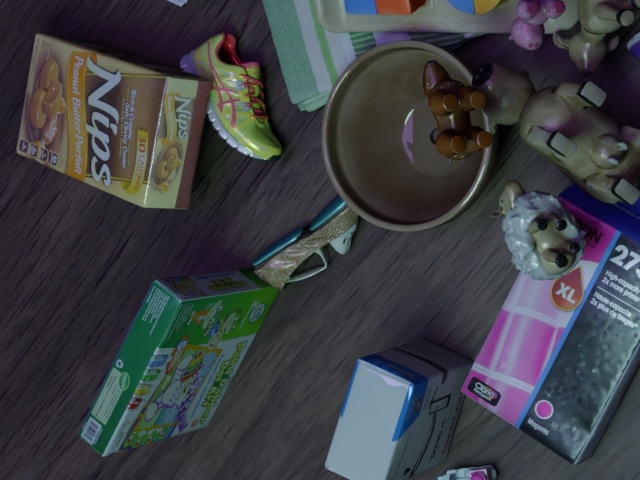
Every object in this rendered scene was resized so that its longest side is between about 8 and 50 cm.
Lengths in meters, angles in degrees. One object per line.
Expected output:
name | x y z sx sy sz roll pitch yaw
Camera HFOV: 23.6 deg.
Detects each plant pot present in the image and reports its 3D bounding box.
plant pot | 0.128 -0.132 1.936 0.237 0.110 0.237 3 95 30

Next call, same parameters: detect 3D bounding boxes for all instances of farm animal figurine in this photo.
farm animal figurine | 0.274 -0.167 1.763 0.330 0.172 0.327 -40 103 -7

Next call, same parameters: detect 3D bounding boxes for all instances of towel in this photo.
towel | 0.070 -0.331 2.001 0.325 0.038 0.248 -19 82 31

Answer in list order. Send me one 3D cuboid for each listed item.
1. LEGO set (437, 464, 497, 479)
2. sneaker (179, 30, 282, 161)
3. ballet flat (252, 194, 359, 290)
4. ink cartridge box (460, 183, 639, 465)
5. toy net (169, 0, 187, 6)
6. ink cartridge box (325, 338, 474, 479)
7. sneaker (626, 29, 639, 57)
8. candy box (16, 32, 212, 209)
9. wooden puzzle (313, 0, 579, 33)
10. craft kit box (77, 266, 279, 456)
LEGO set | 0.190 0.434 1.936 0.132 0.107 0.287 -22 82 29
sneaker | -0.109 -0.199 2.086 0.094 0.081 0.208 -42 72 23
ballet flat | 0.000 0.000 2.053 0.206 0.073 0.067 -36 103 30
ink cartridge box | 0.328 0.072 1.863 0.175 0.069 0.371 32 106 24
toy net | -0.272 -0.419 2.186 0.122 0.045 0.232 -41 74 25
ink cartridge box | 0.103 0.216 1.919 0.086 0.203 0.148 21 104 25
sneaker | 0.439 -0.230 1.777 0.170 0.068 0.071 -7 97 30
candy box | -0.295 -0.171 2.149 0.316 0.087 0.183 22 106 43
wooden puzzle | 0.124 -0.395 1.825 0.348 0.080 0.322 3 117 27
craft kit box | -0.186 0.158 2.057 0.061 0.246 0.250 35 110 20
